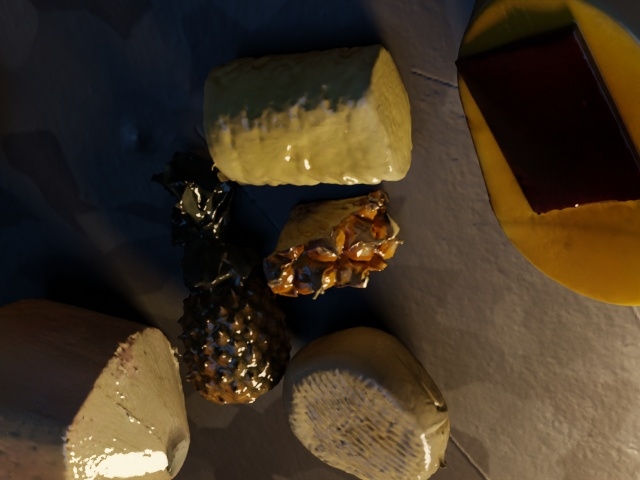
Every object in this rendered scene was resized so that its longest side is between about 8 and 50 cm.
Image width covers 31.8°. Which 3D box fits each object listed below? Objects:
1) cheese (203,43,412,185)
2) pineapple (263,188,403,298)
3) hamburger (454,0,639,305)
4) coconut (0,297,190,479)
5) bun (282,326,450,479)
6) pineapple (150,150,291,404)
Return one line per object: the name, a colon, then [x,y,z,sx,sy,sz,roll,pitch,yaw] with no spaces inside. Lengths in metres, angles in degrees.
cheese: [-0.012,-0.104,0.974,0.167,0.094,0.123,0,119,24]
pineapple: [0.000,0.000,1.043,0.116,0.137,0.069,32,139,55]
hamburger: [0.222,-0.095,0.844,0.227,0.151,0.295,8,131,40]
coconut: [-0.255,0.188,1.194,0.244,0.239,0.239,17,126,13]
bun: [0.054,0.157,1.105,0.166,0.113,0.173,-9,118,37]
pineapple: [-0.105,0.034,1.106,0.125,0.125,0.251,-3,115,26]
